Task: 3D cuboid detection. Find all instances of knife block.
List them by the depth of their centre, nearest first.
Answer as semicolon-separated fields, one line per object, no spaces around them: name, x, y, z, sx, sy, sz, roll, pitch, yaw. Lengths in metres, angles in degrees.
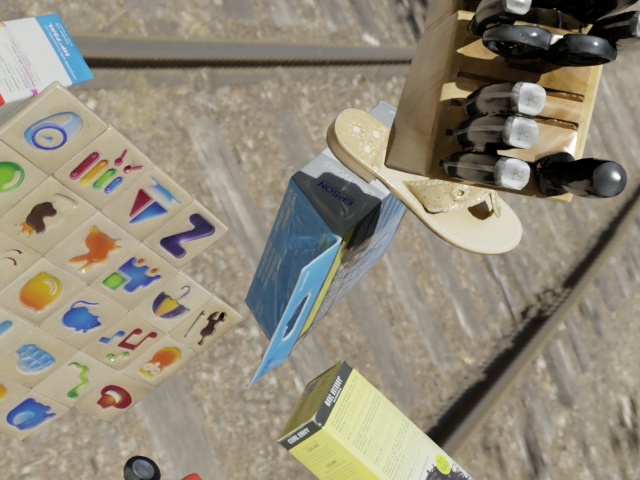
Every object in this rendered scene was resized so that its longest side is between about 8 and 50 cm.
knife block;0.102;-0.061;0.583;0.275;0.088;0.242;106;-5;-50

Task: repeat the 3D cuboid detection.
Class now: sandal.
sandal;0.124;-0.067;0.983;0.240;0.079;0.088;30;56;-12

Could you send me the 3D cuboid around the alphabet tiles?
alphabet tiles;-0.149;0.036;0.564;0.009;0.198;0.237;56;7;37

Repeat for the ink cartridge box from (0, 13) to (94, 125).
ink cartridge box;-0.329;-0.136;0.895;0.078;0.134;0.231;62;22;-7

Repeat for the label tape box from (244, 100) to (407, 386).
label tape box;0.000;0.000;1.288;0.115;0.249;0.348;36;45;13

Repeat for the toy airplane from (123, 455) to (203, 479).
toy airplane;-0.248;0.527;1.410;0.272;0.386;0.384;33;75;-5

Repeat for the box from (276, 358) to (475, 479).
box;0.073;0.221;0.898;0.232;0.058;0.087;42;38;-9
